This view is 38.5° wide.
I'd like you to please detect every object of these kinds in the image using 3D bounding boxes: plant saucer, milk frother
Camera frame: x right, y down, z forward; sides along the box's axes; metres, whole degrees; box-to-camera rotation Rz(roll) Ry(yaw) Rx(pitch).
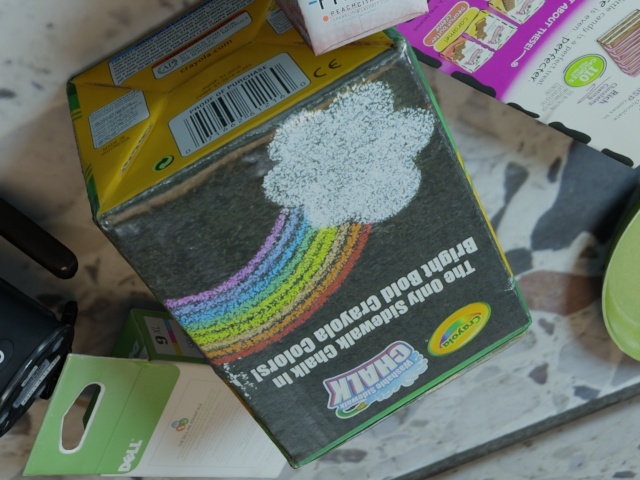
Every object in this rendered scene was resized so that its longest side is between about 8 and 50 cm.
[{"bbox_3d":[0.343,0.005,0.792,0.240,0.037,0.241,-9,124,-14],"label":"plant saucer"},{"bbox_3d":[-0.227,0.052,0.592,0.134,0.129,0.143,34,144,2],"label":"milk frother"}]

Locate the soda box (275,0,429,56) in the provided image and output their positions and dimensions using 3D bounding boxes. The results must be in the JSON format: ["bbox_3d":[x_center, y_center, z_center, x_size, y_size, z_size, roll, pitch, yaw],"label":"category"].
[{"bbox_3d":[-0.008,-0.161,0.464,0.058,0.183,0.063,-23,126,-4],"label":"soda box"}]

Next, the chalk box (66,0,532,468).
[{"bbox_3d":[0.000,0.000,0.582,0.180,0.179,0.289,-30,128,1],"label":"chalk box"}]

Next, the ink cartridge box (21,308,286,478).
[{"bbox_3d":[-0.107,0.115,0.675,0.209,0.062,0.109,10,119,-34],"label":"ink cartridge box"}]

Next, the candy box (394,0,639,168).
[{"bbox_3d":[0.171,-0.153,0.576,0.233,0.071,0.159,21,134,-29],"label":"candy box"}]
